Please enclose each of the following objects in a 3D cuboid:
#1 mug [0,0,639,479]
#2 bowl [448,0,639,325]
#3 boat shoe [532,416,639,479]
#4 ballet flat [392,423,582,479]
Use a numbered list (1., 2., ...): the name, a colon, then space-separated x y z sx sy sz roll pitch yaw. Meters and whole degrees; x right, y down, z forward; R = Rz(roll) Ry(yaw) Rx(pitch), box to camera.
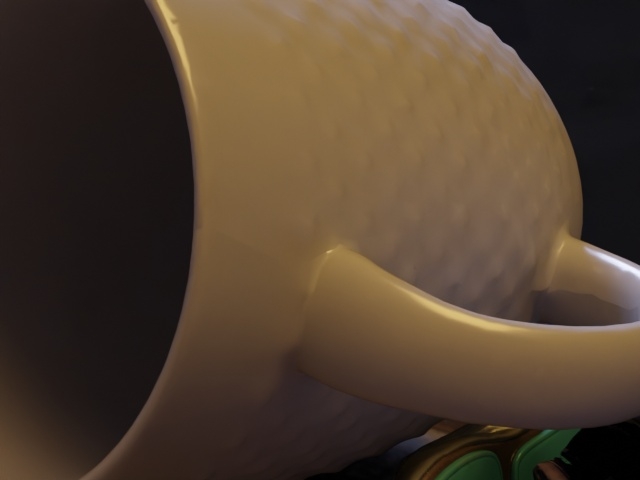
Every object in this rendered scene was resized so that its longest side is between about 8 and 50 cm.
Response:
1. mug: 0.000 0.000 0.896 0.374 0.276 0.328 24 16 40
2. bowl: 0.171 -0.074 1.180 0.391 0.077 0.391 -5 49 6
3. boat shoe: 0.236 0.177 0.880 0.158 0.127 0.340 16 13 -35
4. ballet flat: 0.076 0.127 0.976 0.068 0.072 0.213 1 11 35
